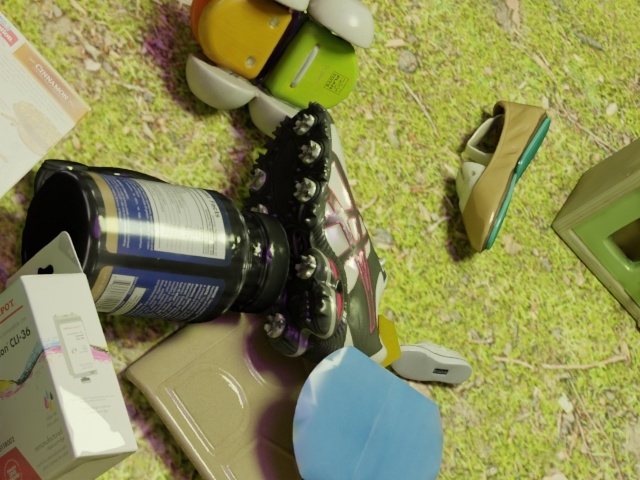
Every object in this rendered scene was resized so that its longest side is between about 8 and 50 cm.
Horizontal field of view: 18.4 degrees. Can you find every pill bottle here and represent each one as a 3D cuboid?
[{"bbox_3d":[-0.141,0.010,1.746,0.219,0.123,0.122,8,60,-37],"label":"pill bottle"}]

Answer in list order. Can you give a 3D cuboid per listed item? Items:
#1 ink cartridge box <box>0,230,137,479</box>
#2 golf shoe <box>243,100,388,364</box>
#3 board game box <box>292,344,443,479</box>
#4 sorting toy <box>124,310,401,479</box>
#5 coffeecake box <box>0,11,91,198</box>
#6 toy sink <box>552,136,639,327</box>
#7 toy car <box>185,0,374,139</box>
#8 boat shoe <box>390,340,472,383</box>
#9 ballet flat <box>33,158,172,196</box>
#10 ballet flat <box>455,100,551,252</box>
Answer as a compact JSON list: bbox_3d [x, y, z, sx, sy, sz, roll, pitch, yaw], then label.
[{"bbox_3d":[-0.231,0.103,1.619,0.067,0.115,0.198,-2,66,-42],"label":"ink cartridge box"},{"bbox_3d":[0.000,0.000,1.876,0.120,0.105,0.272,27,49,-40],"label":"golf shoe"},{"bbox_3d":[0.035,0.181,1.798,0.169,0.033,0.133,35,64,-25],"label":"board game box"},{"bbox_3d":[-0.023,0.147,1.837,0.229,0.041,0.307,52,43,3],"label":"sorting toy"},{"bbox_3d":[-0.309,-0.105,1.712,0.142,0.068,0.185,47,43,-8],"label":"coffeecake box"},{"bbox_3d":[0.402,0.006,2.212,0.234,0.153,0.131,48,43,-10],"label":"toy sink"},{"bbox_3d":[-0.049,-0.200,1.968,0.182,0.159,0.136,26,14,-27],"label":"toy car"},{"bbox_3d":[0.105,0.117,1.972,0.100,0.035,0.035,11,31,-33],"label":"boat shoe"},{"bbox_3d":[-0.188,-0.041,1.807,0.173,0.057,0.049,8,101,-37],"label":"ballet flat"},{"bbox_3d":[0.183,-0.072,2.140,0.073,0.080,0.232,23,42,7],"label":"ballet flat"}]
